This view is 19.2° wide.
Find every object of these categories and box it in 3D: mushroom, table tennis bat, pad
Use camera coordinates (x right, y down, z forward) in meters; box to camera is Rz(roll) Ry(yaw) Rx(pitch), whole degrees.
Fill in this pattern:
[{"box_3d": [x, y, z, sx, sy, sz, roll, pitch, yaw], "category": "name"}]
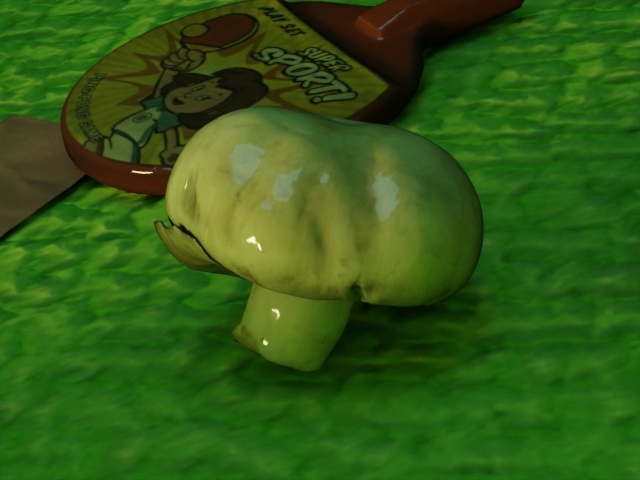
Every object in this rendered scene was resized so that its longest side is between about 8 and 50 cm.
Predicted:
[{"box_3d": [0.000, 0.000, 0.895, 0.154, 0.122, 0.154, 13, -1, 0], "category": "mushroom"}, {"box_3d": [-0.012, -0.105, 1.169, 0.310, 0.038, 0.200, -25, 37, -19], "category": "table tennis bat"}, {"box_3d": [-0.209, -0.024, 1.130, 0.113, 0.006, 0.188, 12, 38, 36], "category": "pad"}]
